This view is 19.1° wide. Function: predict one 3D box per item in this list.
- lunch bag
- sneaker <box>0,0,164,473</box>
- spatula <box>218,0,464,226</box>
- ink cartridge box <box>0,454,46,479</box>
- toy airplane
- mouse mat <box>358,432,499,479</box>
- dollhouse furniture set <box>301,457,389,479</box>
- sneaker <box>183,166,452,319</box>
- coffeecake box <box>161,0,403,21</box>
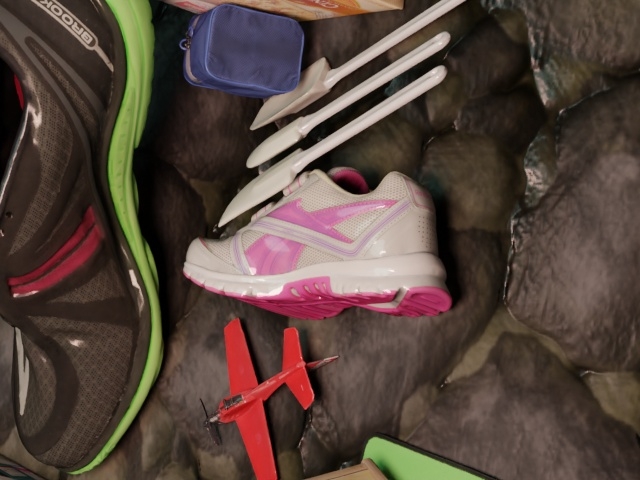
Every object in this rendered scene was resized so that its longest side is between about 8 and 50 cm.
[{"bbox_3d":[-0.070,-0.156,1.590,0.065,0.098,0.067,172,109,-67],"label":"lunch bag"},{"bbox_3d":[-0.252,-0.020,1.607,0.185,0.202,0.483,27,126,47],"label":"sneaker"},{"bbox_3d":[0.019,-0.115,1.507,0.242,0.019,0.168,-32,23,35],"label":"spatula"},{"bbox_3d":[-0.317,0.269,1.750,0.231,0.078,0.134,18,94,44],"label":"ink cartridge box"},{"bbox_3d":[-0.046,0.126,1.561,0.151,0.028,0.151,-9,77,41],"label":"toy airplane"},{"bbox_3d":[0.065,0.254,1.445,0.152,0.007,0.190,17,93,44],"label":"mouse mat"},{"bbox_3d":[-0.025,0.305,1.452,0.212,0.161,0.242,49,137,39],"label":"dollhouse furniture set"},{"bbox_3d":[0.000,0.000,1.505,0.252,0.103,0.111,-1,76,36],"label":"sneaker"},{"bbox_3d":[-0.044,-0.228,1.555,0.185,0.142,0.068,-1,80,44],"label":"coffeecake box"}]
